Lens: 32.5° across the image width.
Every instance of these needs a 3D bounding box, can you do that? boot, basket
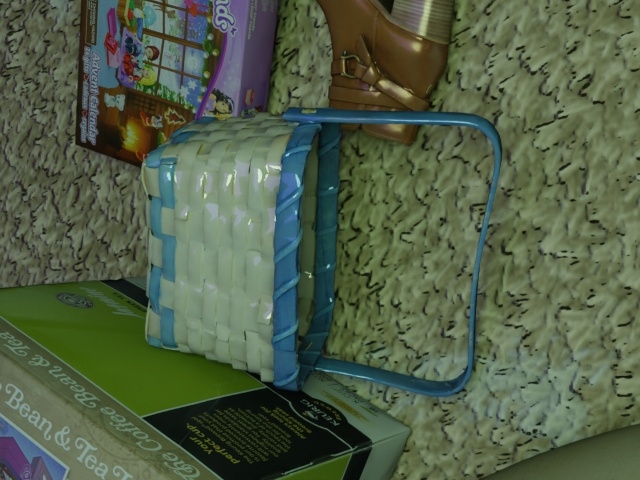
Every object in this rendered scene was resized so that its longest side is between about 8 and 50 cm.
[{"bbox_3d":[0.025,-0.179,1.010,0.197,0.073,0.152,24,109,35],"label":"boot"},{"bbox_3d":[0.000,0.000,0.944,0.289,0.201,0.254,10,112,12],"label":"basket"}]

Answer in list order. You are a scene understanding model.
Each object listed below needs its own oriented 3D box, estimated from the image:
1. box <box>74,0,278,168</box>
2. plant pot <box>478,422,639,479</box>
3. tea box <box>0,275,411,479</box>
[{"bbox_3d":[-0.142,-0.208,1.067,0.201,0.057,0.293,20,116,25],"label":"box"},{"bbox_3d":[0.230,0.242,0.799,0.274,0.257,0.256,-10,85,47],"label":"plant pot"},{"bbox_3d":[-0.157,0.200,0.975,0.329,0.324,0.219,29,105,29],"label":"tea box"}]
